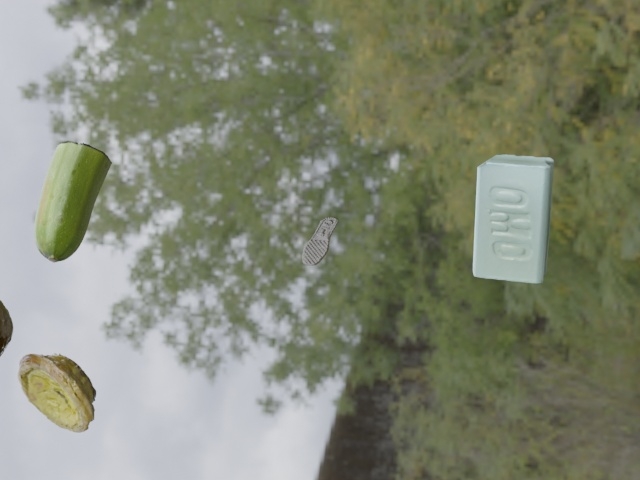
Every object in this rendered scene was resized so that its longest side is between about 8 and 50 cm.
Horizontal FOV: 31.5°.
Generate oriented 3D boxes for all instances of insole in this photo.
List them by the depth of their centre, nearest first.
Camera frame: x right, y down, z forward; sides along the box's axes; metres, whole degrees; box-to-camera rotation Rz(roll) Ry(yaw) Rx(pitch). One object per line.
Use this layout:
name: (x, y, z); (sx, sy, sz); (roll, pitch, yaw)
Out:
insole: (0.000, 0.000, 1.923); (0.135, 0.045, 0.002); (-63, -32, -47)

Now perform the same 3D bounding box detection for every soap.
soap: (0.315, -0.037, 1.854); (0.066, 0.119, 0.198); (-46, -41, -67)

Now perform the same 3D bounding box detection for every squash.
squash: (-0.401, -0.054, 1.771); (0.095, 0.095, 0.188); (72, -151, -62)

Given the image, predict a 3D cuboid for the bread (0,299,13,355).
bread: (-0.679, 0.188, 2.084); (0.230, 0.229, 0.123); (66, -176, -67)

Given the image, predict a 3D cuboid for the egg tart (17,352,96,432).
egg tart: (-0.495, 0.280, 2.161); (0.074, 0.191, 0.191); (-47, -35, -39)
